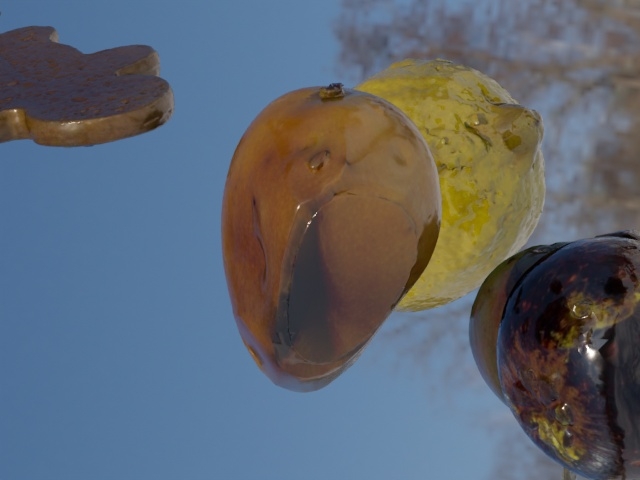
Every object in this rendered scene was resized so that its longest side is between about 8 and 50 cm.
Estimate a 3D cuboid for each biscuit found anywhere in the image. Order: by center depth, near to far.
[{"bbox_3d":[-0.307,-0.147,2.023,0.283,0.432,0.064,-25,-63,-34],"label":"biscuit"}]

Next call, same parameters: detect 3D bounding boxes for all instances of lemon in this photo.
[{"bbox_3d":[0.097,-0.056,1.888,0.245,0.320,0.245,24,-129,-33],"label":"lemon"}]

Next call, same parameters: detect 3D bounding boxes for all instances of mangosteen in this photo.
[{"bbox_3d":[0.240,0.076,1.404,0.217,0.192,0.192,-32,-44,-31],"label":"mangosteen"}]

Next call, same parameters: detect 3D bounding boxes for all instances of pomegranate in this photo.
[{"bbox_3d":[0.227,0.111,1.636,0.181,0.181,0.224,-21,-83,-70],"label":"pomegranate"}]

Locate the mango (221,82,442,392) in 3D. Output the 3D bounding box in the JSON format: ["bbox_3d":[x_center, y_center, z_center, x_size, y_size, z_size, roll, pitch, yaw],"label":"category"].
[{"bbox_3d":[0.000,0.000,1.278,0.166,0.136,0.236,-123,36,-48],"label":"mango"}]
